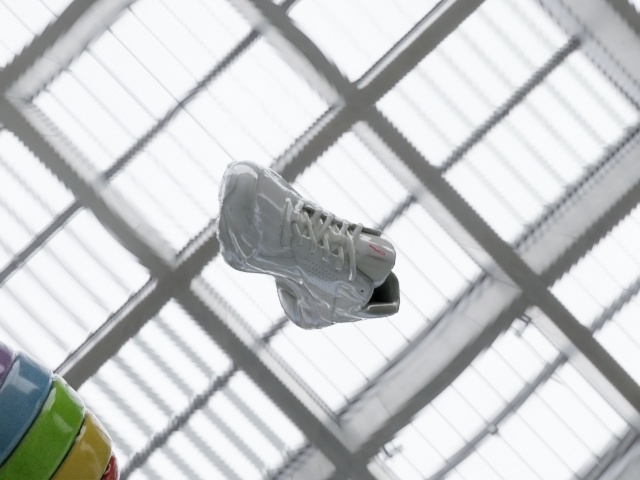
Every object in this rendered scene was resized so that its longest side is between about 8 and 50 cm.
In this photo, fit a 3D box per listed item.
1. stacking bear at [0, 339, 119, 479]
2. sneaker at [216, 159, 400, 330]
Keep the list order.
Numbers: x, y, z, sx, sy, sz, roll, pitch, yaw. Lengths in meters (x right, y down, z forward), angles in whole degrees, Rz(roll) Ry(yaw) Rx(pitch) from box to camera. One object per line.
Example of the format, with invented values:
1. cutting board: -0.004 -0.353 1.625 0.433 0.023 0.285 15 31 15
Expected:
1. stacking bear: -0.227 0.191 1.163 0.289 0.175 0.164 42 -121 -16
2. sneaker: 0.000 0.000 1.215 0.115 0.232 0.090 -1 -114 27
